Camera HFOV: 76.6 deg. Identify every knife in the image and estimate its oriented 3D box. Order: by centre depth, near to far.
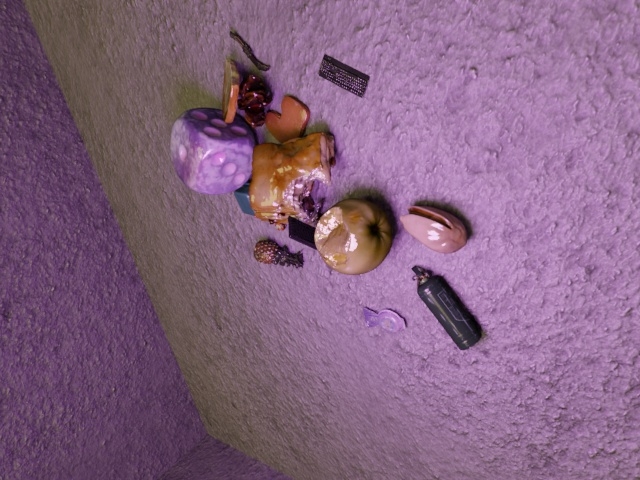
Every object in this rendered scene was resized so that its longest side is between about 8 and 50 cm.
[{"bbox_3d":[-0.273,-0.718,1.551,0.222,0.021,0.046,45,135,8],"label":"knife"}]

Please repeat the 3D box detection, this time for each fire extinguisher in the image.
[{"bbox_3d":[0.417,0.219,1.390,0.095,0.114,0.311,-37,86,7],"label":"fire extinguisher"}]

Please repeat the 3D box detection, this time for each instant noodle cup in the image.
[{"bbox_3d":[-0.312,-0.177,1.806,0.179,0.070,0.157,15,134,49],"label":"instant noodle cup"}]

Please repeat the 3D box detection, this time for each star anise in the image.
[{"bbox_3d":[-0.251,-0.525,1.562,0.190,0.125,0.220,-50,53,45],"label":"star anise"},{"bbox_3d":[-0.048,-0.091,1.626,0.257,0.110,0.198,41,133,9],"label":"star anise"}]

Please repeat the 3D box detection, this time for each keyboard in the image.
[{"bbox_3d":[0.074,-0.544,1.340,0.196,0.015,0.074,36,131,21],"label":"keyboard"},{"bbox_3d":[0.000,0.000,1.504,0.018,0.309,0.101,-34,47,34],"label":"keyboard"}]

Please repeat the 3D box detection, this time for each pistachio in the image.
[{"bbox_3d":[0.356,-0.037,1.284,0.223,0.126,0.152,32,166,26],"label":"pistachio"}]

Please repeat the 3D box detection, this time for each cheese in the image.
[{"bbox_3d":[0.255,0.321,1.622,0.190,0.042,0.105,-1,110,44],"label":"cheese"}]

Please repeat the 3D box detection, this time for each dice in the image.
[{"bbox_3d":[-0.446,-0.370,1.685,0.270,0.271,0.270,49,134,27],"label":"dice"}]

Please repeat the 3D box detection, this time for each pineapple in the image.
[{"bbox_3d":[-0.184,0.072,1.847,0.251,0.125,0.125,12,120,25],"label":"pineapple"}]

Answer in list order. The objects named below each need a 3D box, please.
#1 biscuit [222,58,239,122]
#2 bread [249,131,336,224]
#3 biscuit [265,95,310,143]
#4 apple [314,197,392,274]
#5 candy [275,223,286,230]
[{"bbox_3d":[-0.349,-0.565,1.575,0.309,0.040,0.205,-110,31,-48],"label":"biscuit"},{"bbox_3d":[-0.123,-0.226,1.493,0.369,0.191,0.315,-4,84,36],"label":"bread"},{"bbox_3d":[-0.135,-0.465,1.555,0.186,0.036,0.192,45,133,16],"label":"biscuit"},{"bbox_3d":[0.120,-0.011,1.412,0.279,0.279,0.280,20,124,33],"label":"apple"},{"bbox_3d":[-0.207,-0.124,1.798,0.185,0.049,0.055,62,180,5],"label":"candy"}]
